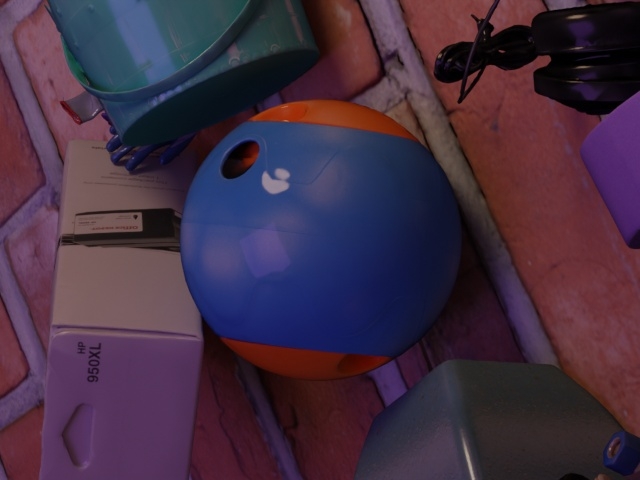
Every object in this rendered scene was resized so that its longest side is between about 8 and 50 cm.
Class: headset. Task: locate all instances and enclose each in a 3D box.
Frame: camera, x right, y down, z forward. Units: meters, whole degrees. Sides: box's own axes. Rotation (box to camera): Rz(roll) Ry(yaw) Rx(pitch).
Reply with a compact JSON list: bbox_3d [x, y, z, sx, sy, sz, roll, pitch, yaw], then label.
[{"bbox_3d":[0.238,-0.219,1.528,0.394,0.185,0.243,-28,78,50],"label":"headset"}]

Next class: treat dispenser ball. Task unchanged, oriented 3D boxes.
[{"bbox_3d":[0.000,0.000,1.844,0.288,0.288,0.288,17,113,45],"label":"treat dispenser ball"}]

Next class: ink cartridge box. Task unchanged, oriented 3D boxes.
[{"bbox_3d":[-0.225,0.106,2.055,0.395,0.166,0.285,-97,12,-57],"label":"ink cartridge box"}]

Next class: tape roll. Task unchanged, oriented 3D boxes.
[{"bbox_3d":[0.348,-0.094,1.439,0.275,0.275,0.090,-40,71,46],"label":"tape roll"}]

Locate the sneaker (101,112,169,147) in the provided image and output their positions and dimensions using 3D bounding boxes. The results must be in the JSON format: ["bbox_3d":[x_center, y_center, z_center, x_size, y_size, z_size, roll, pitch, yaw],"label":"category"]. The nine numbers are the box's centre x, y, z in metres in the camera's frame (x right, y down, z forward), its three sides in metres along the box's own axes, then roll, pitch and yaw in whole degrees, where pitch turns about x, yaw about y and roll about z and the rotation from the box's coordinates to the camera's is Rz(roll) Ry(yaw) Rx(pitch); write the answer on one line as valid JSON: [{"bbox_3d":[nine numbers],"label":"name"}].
[{"bbox_3d":[-0.235,-0.139,2.233,0.068,0.071,0.169,-20,86,49],"label":"sneaker"}]

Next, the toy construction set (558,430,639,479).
[{"bbox_3d":[0.389,0.235,1.563,0.309,0.257,0.237,42,120,6],"label":"toy construction set"}]

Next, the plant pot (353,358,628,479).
[{"bbox_3d":[0.170,0.259,1.780,0.247,0.248,0.252,-45,49,45],"label":"plant pot"}]

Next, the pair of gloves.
[{"bbox_3d":[-0.211,-0.161,2.142,0.198,0.159,0.023,40,152,35],"label":"pair of gloves"}]

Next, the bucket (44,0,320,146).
[{"bbox_3d":[-0.145,-0.234,1.968,0.281,0.281,0.183,-33,80,48],"label":"bucket"}]
